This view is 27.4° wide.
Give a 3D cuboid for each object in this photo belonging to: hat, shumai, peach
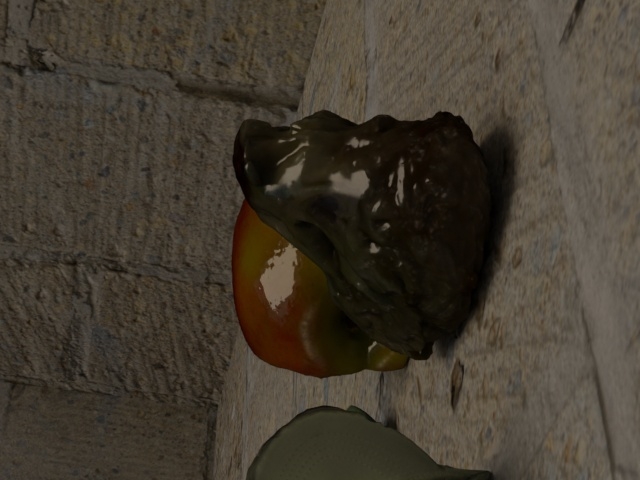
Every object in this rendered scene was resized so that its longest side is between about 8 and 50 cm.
[{"bbox_3d":[0.054,0.297,1.182,0.168,0.301,0.258,-55,16,17],"label":"hat"},{"bbox_3d":[0.034,-0.020,1.476,0.346,0.283,0.217,115,163,-55],"label":"shumai"},{"bbox_3d":[0.000,0.000,1.823,0.380,0.242,0.306,-106,21,-69],"label":"peach"}]

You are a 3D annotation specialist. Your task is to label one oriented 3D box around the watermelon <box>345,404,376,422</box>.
[{"bbox_3d":[0.051,0.314,1.711,0.146,0.128,0.231,-53,29,7],"label":"watermelon"}]
